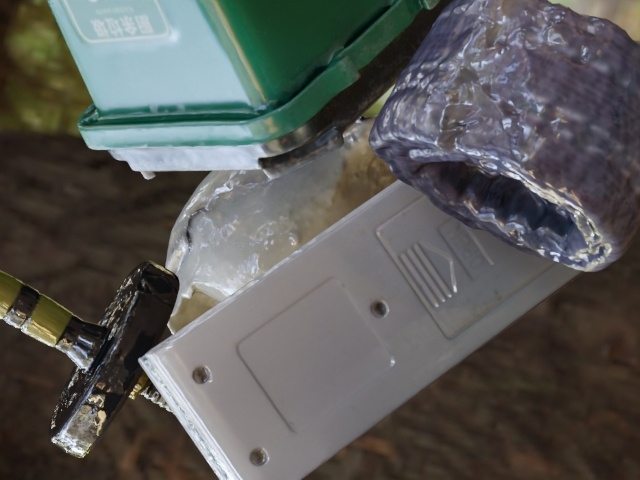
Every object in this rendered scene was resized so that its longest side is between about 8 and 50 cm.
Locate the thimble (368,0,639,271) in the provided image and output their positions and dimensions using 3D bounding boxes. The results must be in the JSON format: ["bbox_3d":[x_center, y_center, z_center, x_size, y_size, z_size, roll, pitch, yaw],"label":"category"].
[{"bbox_3d":[0.107,-0.058,0.954,0.097,0.150,0.150,-60,-3,-11],"label":"thimble"}]

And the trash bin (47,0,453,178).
[{"bbox_3d":[-0.079,-0.265,1.385,0.295,0.259,0.381,-45,-59,-32],"label":"trash bin"}]

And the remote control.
[{"bbox_3d":[0.042,0.029,1.040,0.277,0.103,0.055,-35,0,-17],"label":"remote control"}]

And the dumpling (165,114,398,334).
[{"bbox_3d":[0.000,0.005,1.659,0.227,0.243,0.175,29,-122,-45],"label":"dumpling"}]

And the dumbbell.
[{"bbox_3d":[-0.201,0.044,1.274,0.143,0.325,0.143,-57,10,16],"label":"dumbbell"}]
